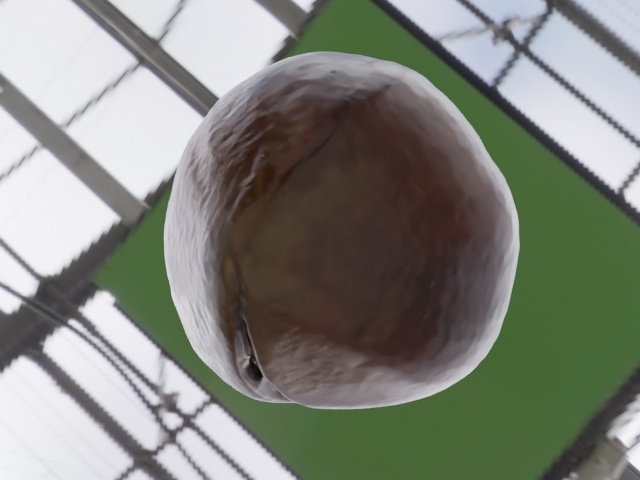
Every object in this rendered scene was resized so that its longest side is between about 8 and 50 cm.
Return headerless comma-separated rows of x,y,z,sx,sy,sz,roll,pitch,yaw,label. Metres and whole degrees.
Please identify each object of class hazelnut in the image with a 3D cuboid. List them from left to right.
0.000,0.000,0.923,0.208,0.208,0.208,-2,-99,11,hazelnut
